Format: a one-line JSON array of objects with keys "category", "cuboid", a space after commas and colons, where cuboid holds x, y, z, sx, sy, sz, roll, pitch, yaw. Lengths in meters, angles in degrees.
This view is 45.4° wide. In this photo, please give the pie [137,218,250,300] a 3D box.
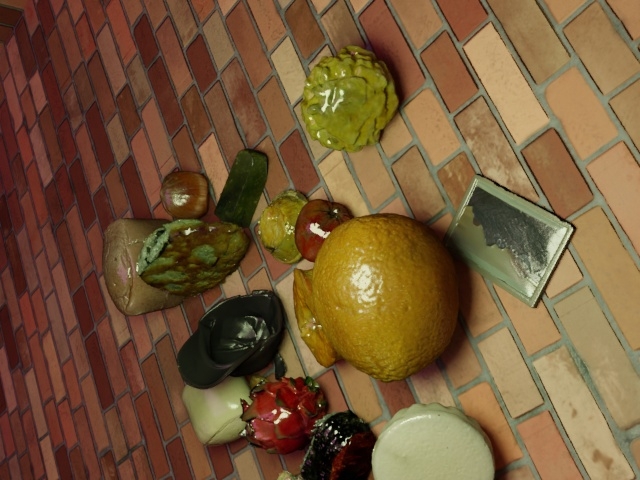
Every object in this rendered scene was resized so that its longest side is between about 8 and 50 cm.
[{"category": "pie", "cuboid": [-0.348, 0.043, 2.139, 0.354, 0.288, 0.103, -45, 52, 38]}]

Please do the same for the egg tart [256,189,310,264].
[{"category": "egg tart", "cuboid": [-0.099, -0.037, 2.042, 0.212, 0.090, 0.213, -7, 80, 46]}]

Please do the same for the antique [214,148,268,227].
[{"category": "antique", "cuboid": [-0.214, -0.151, 2.161, 0.081, 0.080, 0.221, 39, 113, 37]}]

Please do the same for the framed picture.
[{"category": "framed picture", "cuboid": [0.388, -0.005, 1.620, 0.265, 0.018, 0.192, 36, 111, 39]}]

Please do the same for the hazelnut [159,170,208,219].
[{"category": "hazelnut", "cuboid": [-0.407, -0.136, 2.300, 0.150, 0.150, 0.150, -2, 87, 44]}]

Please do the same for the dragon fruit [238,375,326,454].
[{"category": "dragon fruit", "cuboid": [-0.102, 0.448, 1.938, 0.274, 0.192, 0.193, -37, 70, 16]}]

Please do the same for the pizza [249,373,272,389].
[{"category": "pizza", "cuboid": [-0.144, 0.437, 2.095, 0.160, 0.035, 0.099, 41, 119, 36]}]

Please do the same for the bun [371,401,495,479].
[{"category": "bun", "cuboid": [0.244, 0.454, 1.650, 0.263, 0.175, 0.263, 2, 105, 9]}]

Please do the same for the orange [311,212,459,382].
[{"category": "orange", "cuboid": [0.140, 0.120, 1.643, 0.322, 0.322, 0.357, -5, 96, 44]}]

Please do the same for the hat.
[{"category": "hat", "cuboid": [-0.223, 0.306, 2.042, 0.238, 0.336, 0.209, 13, 136, 27]}]

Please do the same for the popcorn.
[{"category": "popcorn", "cuboid": [0.061, -0.337, 1.827, 0.249, 0.249, 0.225, -65, 21, 20]}]

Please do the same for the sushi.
[{"category": "sushi", "cuboid": [0.042, 0.523, 1.849, 0.126, 0.136, 0.225, 31, 117, 43]}]

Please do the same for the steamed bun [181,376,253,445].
[{"category": "steamed bun", "cuboid": [-0.288, 0.466, 2.132, 0.200, 0.154, 0.250, 64, 145, 25]}]

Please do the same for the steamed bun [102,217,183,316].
[{"category": "steamed bun", "cuboid": [-0.518, 0.069, 2.344, 0.199, 0.251, 0.301, -20, 78, 30]}]

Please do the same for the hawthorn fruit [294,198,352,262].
[{"category": "hawthorn fruit", "cuboid": [0.000, 0.000, 1.912, 0.163, 0.162, 0.203, 56, 135, 30]}]

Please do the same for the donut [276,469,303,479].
[{"category": "donut", "cuboid": [-0.054, 0.644, 1.950, 0.065, 0.117, 0.166, -53, 10, -21]}]

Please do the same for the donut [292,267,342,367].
[{"category": "donut", "cuboid": [0.001, 0.180, 1.861, 0.253, 0.118, 0.253, 53, 155, 37]}]
